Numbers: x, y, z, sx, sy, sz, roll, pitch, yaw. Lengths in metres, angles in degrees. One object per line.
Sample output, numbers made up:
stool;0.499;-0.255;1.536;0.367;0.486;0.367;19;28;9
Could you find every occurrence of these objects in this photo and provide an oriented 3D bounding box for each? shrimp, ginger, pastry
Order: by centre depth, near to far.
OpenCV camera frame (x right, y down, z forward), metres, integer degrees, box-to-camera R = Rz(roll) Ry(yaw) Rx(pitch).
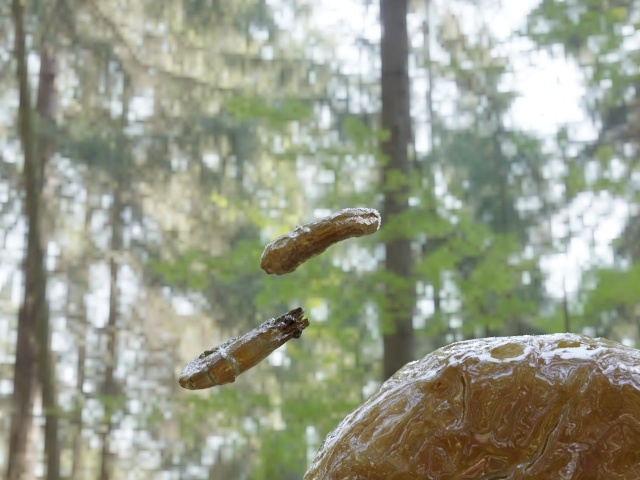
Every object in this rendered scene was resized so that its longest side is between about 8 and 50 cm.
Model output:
pastry;0.170;0.266;1.239;0.409;0.409;0.245;-6;-23;12
shrimp;-0.093;0.134;1.966;0.180;0.041;0.099;-29;11;-11
ginger;0.001;-0.002;2.065;0.173;0.051;0.069;-19;-25;-9
